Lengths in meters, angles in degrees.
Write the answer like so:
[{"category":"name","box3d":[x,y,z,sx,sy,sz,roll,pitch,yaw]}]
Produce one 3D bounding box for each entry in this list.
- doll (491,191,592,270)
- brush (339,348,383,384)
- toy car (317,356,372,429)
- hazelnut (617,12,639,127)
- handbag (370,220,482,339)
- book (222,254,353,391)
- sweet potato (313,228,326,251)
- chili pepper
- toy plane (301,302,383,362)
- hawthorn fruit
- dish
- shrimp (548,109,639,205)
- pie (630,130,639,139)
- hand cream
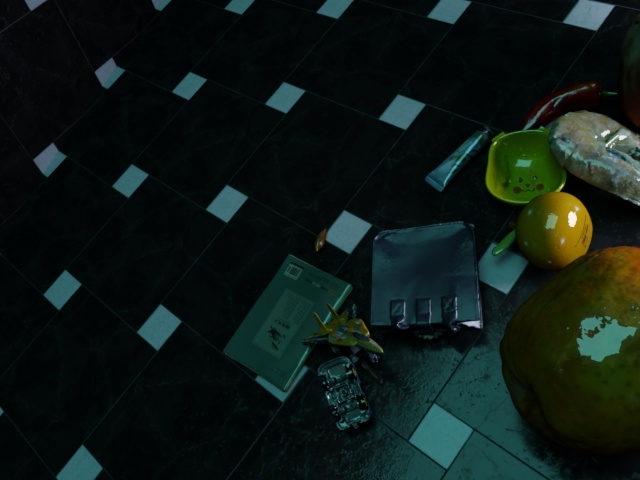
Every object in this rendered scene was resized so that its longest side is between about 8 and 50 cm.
[{"category":"doll","box3d":[0.602,-0.030,1.668,0.236,0.213,0.213,9,64,44]},{"category":"brush","box3d":[0.116,0.341,1.748,0.063,0.016,0.193,-44,54,-6]},{"category":"toy car","box3d":[0.070,0.419,1.680,0.097,0.100,0.191,-23,74,8]},{"category":"hazelnut","box3d":[0.976,-0.475,1.695,0.315,0.372,0.372,-29,48,41]},{"category":"handbag","box3d":[0.297,0.122,1.741,0.303,0.122,0.329,-6,58,18]},{"category":"book","box3d":[-0.103,0.243,1.889,0.264,0.031,0.379,25,73,32]},{"category":"sweet potato","box3d":[0.000,0.000,1.993,0.034,0.034,0.095,8,54,26]},{"category":"chili pepper","box3d":[0.744,-0.395,1.901,0.368,0.092,0.137,-28,75,12]},{"category":"toy plane","box3d":[0.091,0.270,1.686,0.204,0.103,0.316,-33,28,-19]},{"category":"hawthorn fruit","box3d":[0.617,0.246,1.337,0.471,0.472,0.472,-10,58,17]},{"category":"dish","box3d":[0.603,-0.198,1.814,0.221,0.108,0.263,-6,61,20]},{"category":"shrimp","box3d":[0.832,-0.206,1.679,0.445,0.110,0.221,39,71,17]},{"category":"pie","box3d":[0.856,-0.245,1.775,0.195,0.046,0.195,-11,57,17]},{"category":"hand cream","box3d":[0.448,-0.260,1.957,0.256,0.055,0.088,-45,50,1]}]
